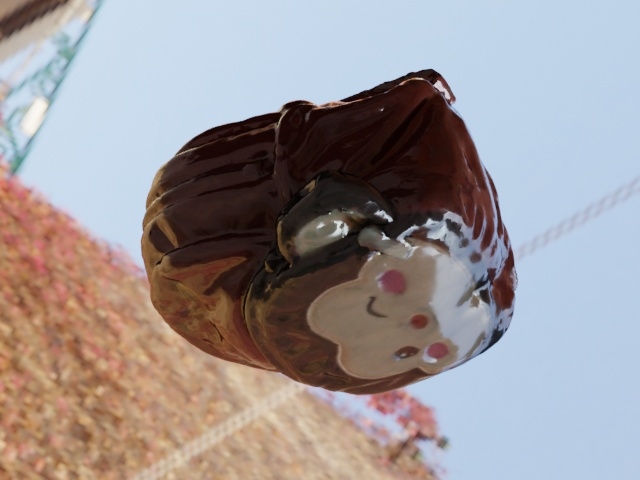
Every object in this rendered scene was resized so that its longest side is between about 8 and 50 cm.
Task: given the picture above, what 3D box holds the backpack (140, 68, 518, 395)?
[{"bbox_3d":[0.000,0.002,0.896,0.229,0.229,0.138,-27,-132,32],"label":"backpack"}]
